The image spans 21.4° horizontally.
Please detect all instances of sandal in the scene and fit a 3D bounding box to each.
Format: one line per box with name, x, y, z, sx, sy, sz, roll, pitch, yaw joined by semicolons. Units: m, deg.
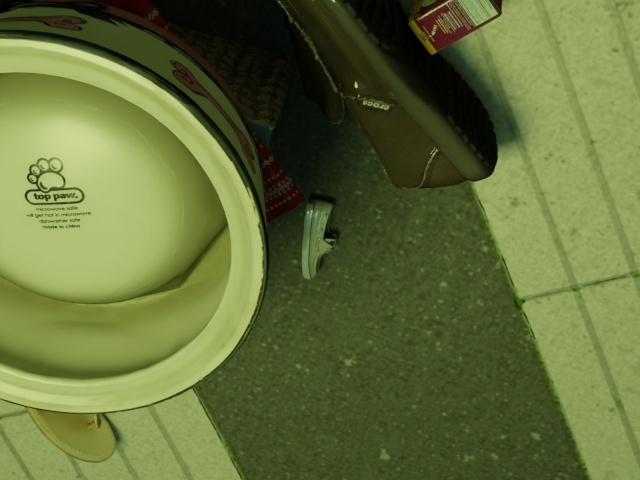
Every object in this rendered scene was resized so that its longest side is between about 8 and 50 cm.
sandal;-0.303;0.160;1.961;0.079;0.088;0.240;-31;109;34

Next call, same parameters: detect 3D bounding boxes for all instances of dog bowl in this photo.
dog bowl;-0.235;-0.041;1.558;0.408;0.150;0.408;5;125;7

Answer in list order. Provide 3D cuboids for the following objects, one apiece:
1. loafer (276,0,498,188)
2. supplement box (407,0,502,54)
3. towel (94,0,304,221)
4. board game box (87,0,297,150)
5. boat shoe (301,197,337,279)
loafer;0.026;-0.173;1.641;0.130;0.134;0.366;-28;115;26
supplement box;0.131;-0.225;1.635;0.083;0.055;0.043;-28;115;25
towel;-0.170;-0.099;1.616;0.199;0.031;0.275;-27;116;26
board game box;-0.176;-0.068;1.745;0.232;0.141;0.291;16;126;-1
boat shoe;0.000;0.000;1.829;0.035;0.035;0.100;9;119;7
